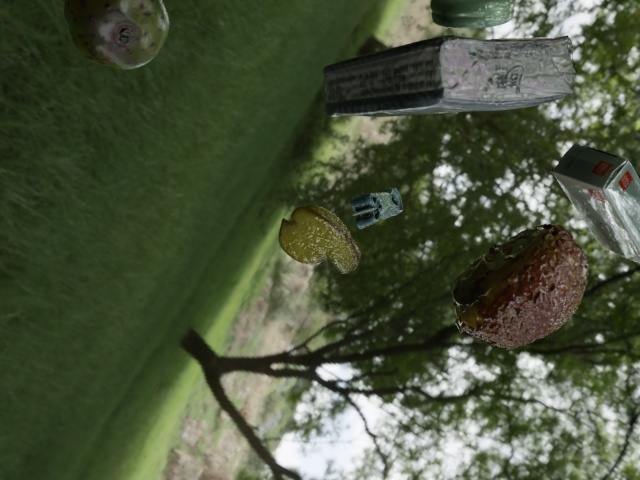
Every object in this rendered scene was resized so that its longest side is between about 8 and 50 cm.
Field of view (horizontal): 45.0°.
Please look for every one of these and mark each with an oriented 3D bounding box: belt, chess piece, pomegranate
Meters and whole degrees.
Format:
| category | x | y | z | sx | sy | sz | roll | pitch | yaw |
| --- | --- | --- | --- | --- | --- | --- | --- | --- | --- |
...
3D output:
| category | x | y | z | sx | sy | sz | roll | pitch | yaw |
| --- | --- | --- | --- | --- | --- | --- | --- | --- | --- |
| belt | 0.159 | -0.092 | 2.124 | 0.072 | 0.087 | 0.302 | -12 | -176 | 22 |
| chess piece | 0.340 | -0.637 | 1.721 | 0.194 | 0.195 | 0.299 | -67 | 155 | -62 |
| pomegranate | -0.470 | -0.500 | 1.677 | 0.231 | 0.286 | 0.231 | -38 | 145 | -34 |

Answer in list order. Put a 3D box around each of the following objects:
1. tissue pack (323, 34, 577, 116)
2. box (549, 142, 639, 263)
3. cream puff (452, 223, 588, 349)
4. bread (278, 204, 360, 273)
| category | x | y | z | sx | sy | sz | roll | pitch | yaw |
| --- | --- | --- | --- | --- | --- | --- | --- | --- | --- |
| tissue pack | 0.218 | -0.294 | 1.415 | 0.394 | 0.288 | 0.124 | 13 | -69 | 62 |
| box | 0.567 | -0.069 | 1.504 | 0.079 | 0.269 | 0.135 | -50 | -143 | -6 |
| cream puff | 0.323 | 0.080 | 1.251 | 0.240 | 0.164 | 0.240 | -30 | -170 | 6 |
| bread | 0.000 | 0.000 | 1.662 | 0.149 | 0.188 | 0.065 | -44 | -166 | 37 |
